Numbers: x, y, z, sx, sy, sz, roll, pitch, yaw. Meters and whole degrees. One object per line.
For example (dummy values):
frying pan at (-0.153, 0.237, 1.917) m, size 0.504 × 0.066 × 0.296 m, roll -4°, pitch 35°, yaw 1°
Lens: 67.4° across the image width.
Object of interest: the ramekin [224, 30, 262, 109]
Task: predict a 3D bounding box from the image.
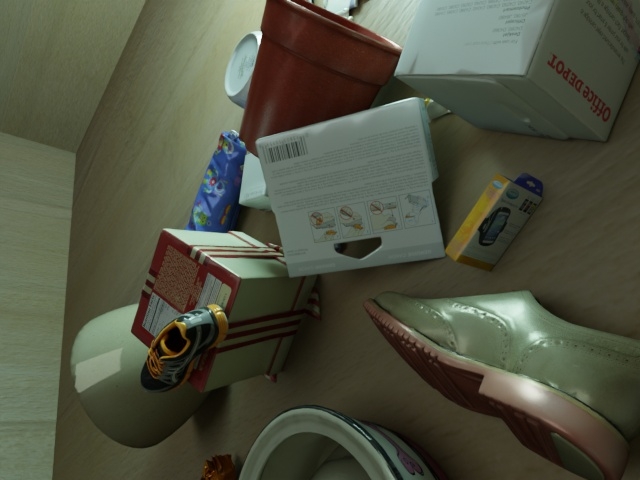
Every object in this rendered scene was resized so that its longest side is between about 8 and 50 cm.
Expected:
ramekin at (-0.157, -0.424, 1.216) m, size 0.207 × 0.108 × 0.208 m, roll -21°, pitch 62°, yaw 46°

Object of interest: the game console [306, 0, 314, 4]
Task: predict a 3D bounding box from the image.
game console at (-0.056, -0.626, 1.192) m, size 0.213 × 0.043 × 0.362 m, roll -36°, pitch 48°, yaw 39°

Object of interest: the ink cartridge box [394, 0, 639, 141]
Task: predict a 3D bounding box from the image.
ink cartridge box at (0.258, -0.284, 0.572) m, size 0.197 × 0.198 × 0.270 m, roll 26°, pitch 99°, yaw 51°

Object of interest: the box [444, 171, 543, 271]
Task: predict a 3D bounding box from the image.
box at (0.228, -0.027, 0.621) m, size 0.136 × 0.081 × 0.028 m, roll -61°, pitch 39°, yaw 17°

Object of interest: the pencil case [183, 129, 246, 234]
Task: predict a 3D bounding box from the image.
pencil case at (-0.241, -0.125, 1.218) m, size 0.133 × 0.119 × 0.306 m, roll 34°, pitch 105°, yaw 40°

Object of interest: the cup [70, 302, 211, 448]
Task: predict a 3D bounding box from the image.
cup at (-0.353, 0.270, 1.113) m, size 0.236 × 0.331 × 0.331 m, roll -30°, pitch 52°, yaw 13°

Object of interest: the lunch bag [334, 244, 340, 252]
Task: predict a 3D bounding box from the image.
lunch bag at (0.000, 0.000, 0.926) m, size 0.083 × 0.053 × 0.071 m, roll -28°, pitch 59°, yaw 33°

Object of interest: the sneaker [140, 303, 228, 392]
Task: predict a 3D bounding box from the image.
sneaker at (-0.242, 0.178, 0.777) m, size 0.215 × 0.083 × 0.084 m, roll -48°, pitch 67°, yaw 24°

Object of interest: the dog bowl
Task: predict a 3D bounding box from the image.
dog bowl at (0.038, 0.439, 0.654) m, size 0.407 × 0.150 × 0.409 m, roll -20°, pitch 63°, yaw 46°

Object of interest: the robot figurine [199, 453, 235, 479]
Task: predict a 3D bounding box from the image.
robot figurine at (-0.227, 0.609, 0.985) m, size 0.211 × 0.084 × 0.291 m, roll 30°, pitch 102°, yaw 53°

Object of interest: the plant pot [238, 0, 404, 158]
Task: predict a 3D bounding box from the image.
plant pot at (-0.017, -0.277, 0.889) m, size 0.272 × 0.272 × 0.265 m, roll 55°, pitch 129°, yaw 45°

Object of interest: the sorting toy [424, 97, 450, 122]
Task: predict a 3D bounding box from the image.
sorting toy at (0.202, -0.241, 0.766) m, size 0.083 × 0.044 × 0.075 m, roll -13°, pitch 49°, yaw 49°

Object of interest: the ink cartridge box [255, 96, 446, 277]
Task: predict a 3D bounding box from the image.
ink cartridge box at (0.051, -0.077, 0.773) m, size 0.274 × 0.060 × 0.239 m, roll -9°, pitch 101°, yaw 22°

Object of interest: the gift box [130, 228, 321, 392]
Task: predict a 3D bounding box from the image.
gift box at (-0.164, 0.138, 0.930) m, size 0.276 × 0.258 × 0.255 m, roll 32°, pitch 105°, yaw 29°

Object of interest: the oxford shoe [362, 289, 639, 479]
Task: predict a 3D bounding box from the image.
oxford shoe at (0.203, 0.128, 0.597) m, size 0.146 × 0.140 × 0.397 m, roll -47°, pitch 31°, yaw -13°

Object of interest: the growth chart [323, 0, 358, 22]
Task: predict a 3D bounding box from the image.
growth chart at (0.067, -0.579, 1.056) m, size 0.172 × 0.021 × 0.238 m, roll 29°, pitch 101°, yaw 51°

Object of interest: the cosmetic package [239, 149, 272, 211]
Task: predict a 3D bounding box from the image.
cosmetic package at (-0.114, -0.192, 1.106) m, size 0.117 × 0.085 × 0.231 m, roll -9°, pitch 70°, yaw 51°
